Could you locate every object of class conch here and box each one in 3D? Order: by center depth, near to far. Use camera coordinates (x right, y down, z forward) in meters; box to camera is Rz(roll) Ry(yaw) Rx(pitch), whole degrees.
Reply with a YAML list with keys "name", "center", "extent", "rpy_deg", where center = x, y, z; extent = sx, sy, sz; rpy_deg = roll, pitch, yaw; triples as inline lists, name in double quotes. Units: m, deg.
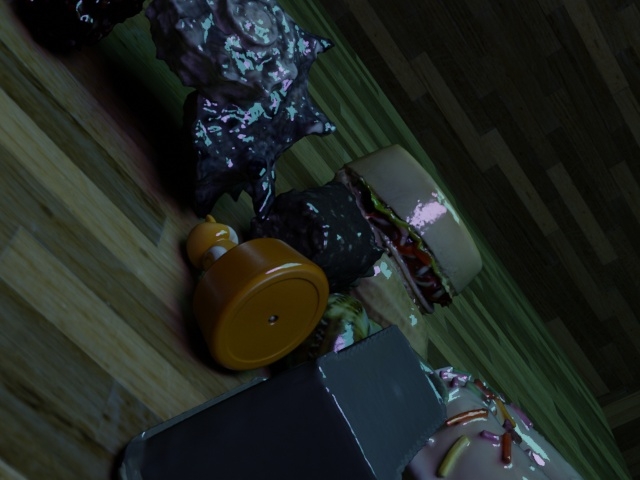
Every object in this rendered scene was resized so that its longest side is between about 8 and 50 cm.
- name: "conch"
  center: [-0.093, -0.177, 0.835]
  extent: [0.240, 0.186, 0.313]
  rpy_deg: [1, 96, -69]
- name: "conch"
  center: [0.033, 0.142, 0.850]
  extent: [0.187, 0.124, 0.182]
  rpy_deg: [0, 55, -59]

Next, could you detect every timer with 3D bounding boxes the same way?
- name: "timer"
  center: [-0.085, 0.032, 0.765]
  extent: [0.152, 0.132, 0.132]
  rpy_deg: [46, 7, 37]

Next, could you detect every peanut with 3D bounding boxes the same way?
- name: "peanut"
  center: [0.095, 0.109, 1.121]
  extent: [0.090, 0.098, 0.214]
  rpy_deg: [-4, -58, 58]

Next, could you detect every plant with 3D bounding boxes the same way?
- name: "plant"
  center: [0.000, 0.000, 0.989]
  extent: [0.194, 0.129, 0.132]
  rpy_deg: [8, 53, -64]

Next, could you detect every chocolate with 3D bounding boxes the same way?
- name: "chocolate"
  center: [-0.246, -0.251, 0.782]
  extent: [0.156, 0.156, 0.133]
  rpy_deg: [39, 51, -47]

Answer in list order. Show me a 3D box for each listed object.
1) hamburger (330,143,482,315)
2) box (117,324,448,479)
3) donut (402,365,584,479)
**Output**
- name: "hamburger"
  center: [0.128, -0.015, 1.262]
  extent: [0.300, 0.176, 0.300]
  rpy_deg: [55, 3, -5]
- name: "box"
  center: [-0.009, 0.162, 0.622]
  extent: [0.138, 0.178, 0.274]
  rpy_deg: [62, 19, 7]
- name: "donut"
  center: [0.237, 0.311, 0.954]
  extent: [0.382, 0.142, 0.382]
  rpy_deg: [43, 7, -6]
